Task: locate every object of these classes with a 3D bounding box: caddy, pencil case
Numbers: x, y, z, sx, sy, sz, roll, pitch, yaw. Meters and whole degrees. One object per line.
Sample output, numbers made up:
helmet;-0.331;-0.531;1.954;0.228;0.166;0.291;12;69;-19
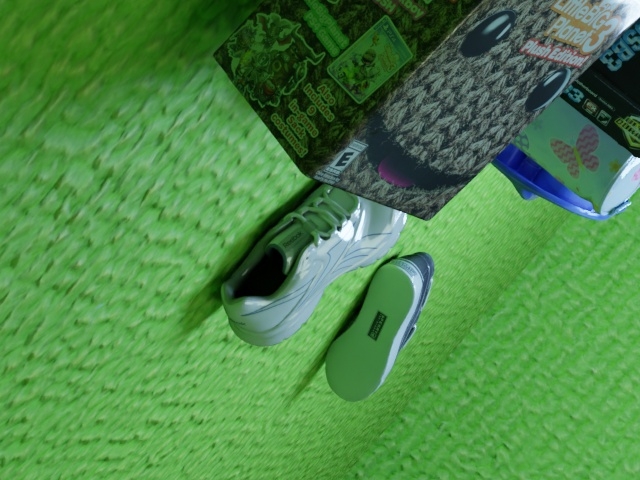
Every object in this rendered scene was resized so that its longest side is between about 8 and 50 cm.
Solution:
caddy;0.348;-0.135;2.231;0.179;0.241;0.341;-60;163;18
pencil case;0.297;-0.148;1.973;0.113;0.273;0.124;-20;142;-50

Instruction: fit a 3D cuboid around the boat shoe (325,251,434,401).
boat shoe;0.102;0.138;2.500;0.102;0.108;0.301;-30;150;-49

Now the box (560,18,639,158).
box;0.375;-0.257;1.860;0.295;0.293;0.073;-37;162;-37

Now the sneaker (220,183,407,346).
sneaker;0.000;0.000;1.801;0.297;0.111;0.129;-49;161;-5

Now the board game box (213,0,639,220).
board game box;0.103;-0.178;1.243;0.291;0.141;0.232;-45;154;16
